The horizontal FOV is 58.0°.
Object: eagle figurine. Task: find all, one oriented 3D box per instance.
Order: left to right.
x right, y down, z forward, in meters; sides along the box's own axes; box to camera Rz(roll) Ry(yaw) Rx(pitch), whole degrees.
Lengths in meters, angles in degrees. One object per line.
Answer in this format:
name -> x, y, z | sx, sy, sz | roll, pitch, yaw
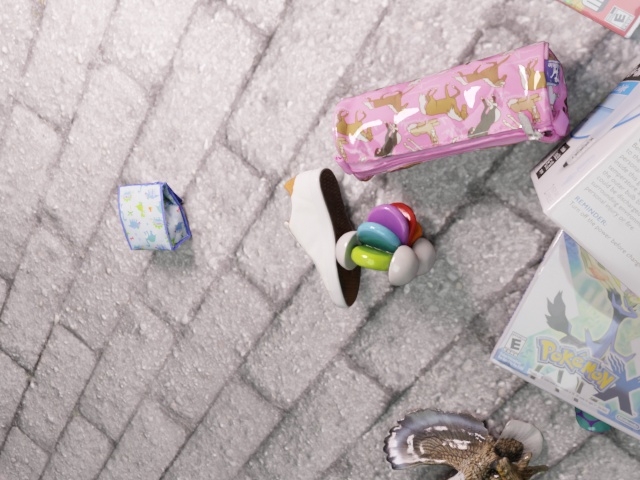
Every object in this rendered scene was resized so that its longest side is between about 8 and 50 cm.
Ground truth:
eagle figurine -> 0.303, 0.480, 1.216 | 0.298, 0.225, 0.226 | -16, 59, 55

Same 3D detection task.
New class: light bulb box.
light bulb box -> 0.503, -0.126, 0.776 | 0.225, 0.358, 0.361 | 42, 111, 2

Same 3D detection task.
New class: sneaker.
sneaker -> 0.000, 0.000, 1.191 | 0.123, 0.106, 0.290 | -9, 98, 34

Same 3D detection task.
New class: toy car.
toy car -> 0.128, -0.004, 1.087 | 0.159, 0.182, 0.136 | 19, 111, 31

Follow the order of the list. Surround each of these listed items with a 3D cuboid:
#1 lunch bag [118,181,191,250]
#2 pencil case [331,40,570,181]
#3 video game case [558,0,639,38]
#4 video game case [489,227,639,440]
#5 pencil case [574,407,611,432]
lunch bag -> -0.383, -0.059, 1.314 | 0.128, 0.096, 0.151 | -2, 118, 23
pencil case -> 0.211, -0.209, 0.982 | 0.386, 0.167, 0.160 | -9, 103, 27
video game case -> 0.413, -0.473, 0.886 | 0.285, 0.025, 0.204 | 33, 118, 8
video game case -> 0.519, 0.163, 1.023 | 0.329, 0.036, 0.300 | 27, 99, 11
pencil case -> 0.522, 0.283, 1.098 | 0.070, 0.064, 0.152 | -11, 108, -15
